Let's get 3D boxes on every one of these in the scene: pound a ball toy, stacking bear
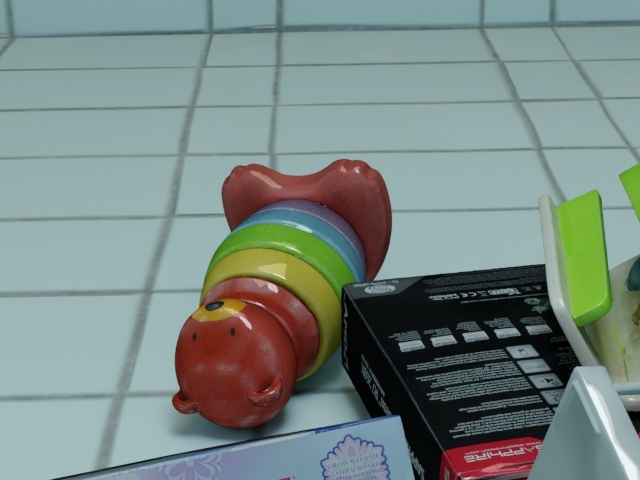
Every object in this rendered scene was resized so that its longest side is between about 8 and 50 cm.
[{"bbox_3d":[0.297,0.019,1.236,0.208,0.135,0.319,-28,15,13],"label":"pound a ball toy"},{"bbox_3d":[-0.048,0.063,1.470,0.175,0.164,0.289,-2,30,21],"label":"stacking bear"}]

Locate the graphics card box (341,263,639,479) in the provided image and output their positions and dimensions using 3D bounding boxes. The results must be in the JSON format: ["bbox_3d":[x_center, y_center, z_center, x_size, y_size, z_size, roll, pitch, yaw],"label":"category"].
[{"bbox_3d":[0.167,0.131,1.301,0.233,0.094,0.371,-6,23,-12],"label":"graphics card box"}]

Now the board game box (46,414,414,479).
[{"bbox_3d":[-0.140,0.188,1.070,0.318,0.066,0.319,-9,-7,-22],"label":"board game box"}]

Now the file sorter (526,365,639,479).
[{"bbox_3d":[0.232,0.229,0.838,0.173,0.193,0.277,-2,45,-16],"label":"file sorter"}]
